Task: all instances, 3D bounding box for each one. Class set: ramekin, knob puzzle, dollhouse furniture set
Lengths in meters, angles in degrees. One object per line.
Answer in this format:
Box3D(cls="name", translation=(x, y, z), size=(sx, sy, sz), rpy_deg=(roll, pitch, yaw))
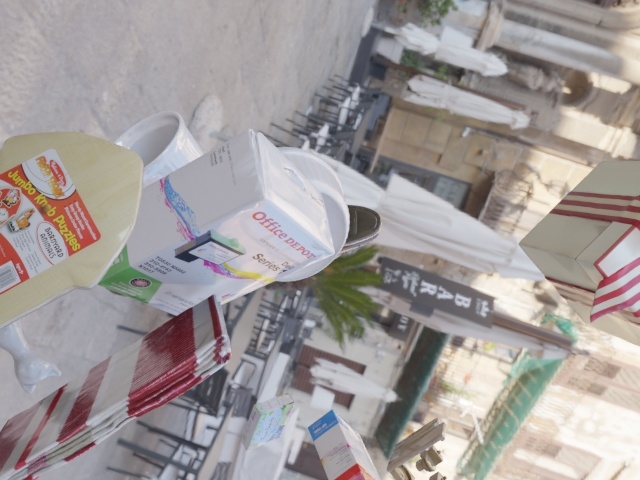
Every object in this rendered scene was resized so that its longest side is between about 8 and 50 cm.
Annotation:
Box3D(cls="ramekin", translation=(-0.452, -0.209, 1.547), size=(0.135, 0.277, 0.277), rpy_deg=(54, 45, -41))
Box3D(cls="ramekin", translation=(-0.065, -0.040, 1.142), size=(0.127, 0.273, 0.273), rpy_deg=(-121, -139, -52))
Box3D(cls="knob puzzle", translation=(-0.259, -0.027, 0.556), size=(0.030, 0.213, 0.213), rpy_deg=(85, 22, -65))
Box3D(cls="dollhouse furniture set", translation=(0.228, 0.421, 1.060), size=(0.123, 0.151, 0.144), rpy_deg=(-40, 175, 16))

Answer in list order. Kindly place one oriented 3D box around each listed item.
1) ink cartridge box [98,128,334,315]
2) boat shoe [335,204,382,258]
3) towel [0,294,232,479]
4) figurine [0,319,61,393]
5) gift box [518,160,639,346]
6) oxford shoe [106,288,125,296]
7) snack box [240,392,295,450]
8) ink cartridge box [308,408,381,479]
Box3D(cls="ink cartridge box", translation=(-0.148, -0.008, 0.819), size=(0.201, 0.278, 0.117), rpy_deg=(39, 31, -54))
Box3D(cls="boat shoe", translation=(0.000, 0.000, 1.352), size=(0.104, 0.307, 0.110), rpy_deg=(63, 20, -53))
Box3D(cls="towel", translation=(-0.259, 0.187, 0.704), size=(0.329, 0.037, 0.237), rpy_deg=(-32, -166, -8))
Box3D(cls="figurine", translation=(-0.606, 0.208, 1.026), size=(0.209, 0.215, 0.092), rpy_deg=(66, -10, -13))
Box3D(cls="gift box", translation=(0.508, 0.043, 0.908), size=(0.276, 0.255, 0.258), rpy_deg=(-49, -168, -2))
Box3D(cls="oxford shoe", translation=(-0.271, 0.036, 1.023), size=(0.227, 0.096, 0.083), rpy_deg=(-36, 126, -26))
Box3D(cls="snack box", translation=(-0.129, 0.441, 1.389), size=(0.100, 0.037, 0.141), rpy_deg=(-8, 132, -37))
Box3D(cls="ink cartridge box", translation=(0.067, 0.508, 1.271), size=(0.078, 0.134, 0.231), rpy_deg=(-37, -145, 3))
